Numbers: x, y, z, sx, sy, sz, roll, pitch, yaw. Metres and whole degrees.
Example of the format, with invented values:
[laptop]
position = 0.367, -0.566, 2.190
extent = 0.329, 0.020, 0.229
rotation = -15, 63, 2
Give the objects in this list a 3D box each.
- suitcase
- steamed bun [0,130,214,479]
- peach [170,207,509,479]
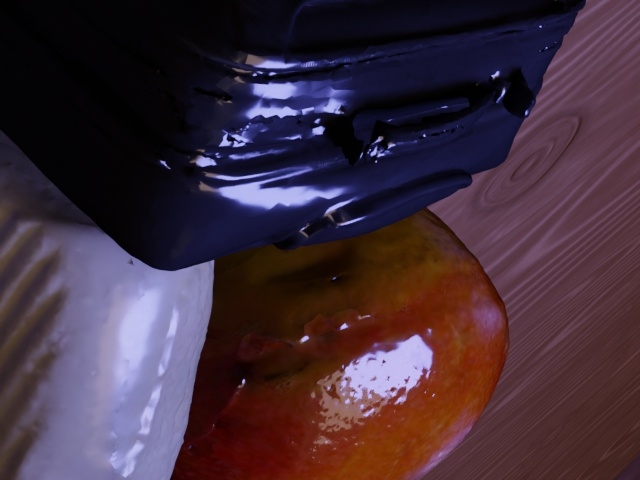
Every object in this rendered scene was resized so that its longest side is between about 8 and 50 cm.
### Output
[suitcase]
position = -0.047, -0.146, 0.798
extent = 0.345, 0.339, 0.188
rotation = -18, 144, -48
[steamed bun]
position = -0.190, 0.046, 0.962
extent = 0.272, 0.273, 0.290
rotation = -39, 153, -61
[peach]
position = -0.020, 0.086, 1.188
extent = 0.372, 0.372, 0.290
rotation = 0, 96, -57
